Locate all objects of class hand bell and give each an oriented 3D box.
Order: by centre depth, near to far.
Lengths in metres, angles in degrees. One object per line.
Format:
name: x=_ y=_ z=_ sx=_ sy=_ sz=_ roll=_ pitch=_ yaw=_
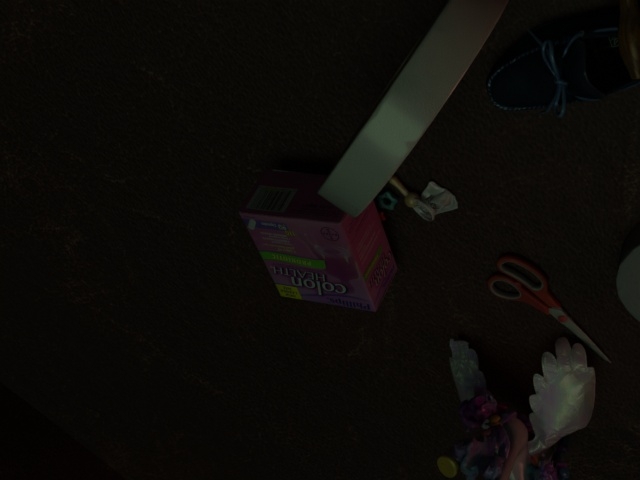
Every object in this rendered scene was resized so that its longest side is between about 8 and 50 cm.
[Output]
hand bell: x=0.402 y=-0.333 z=1.177 sx=0.126 sy=0.126 sz=0.242 roll=-5 pitch=106 yaw=29

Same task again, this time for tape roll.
tape roll: x=0.129 y=-0.209 z=1.287 sx=0.072 sy=0.392 sz=0.392 roll=34 pitch=134 yaw=-3
tape roll: x=0.606 y=0.057 z=1.482 sx=0.219 sy=0.072 sz=0.219 roll=13 pitch=131 yaw=15

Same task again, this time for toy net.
toy net: x=0.133 y=-0.062 z=1.636 sx=0.232 sy=0.045 sz=0.122 roll=11 pitch=130 yaw=19

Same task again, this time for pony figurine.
pony figurine: x=0.362 y=0.382 z=1.723 sx=0.303 sy=0.363 sz=0.351 roll=1 pitch=113 yaw=38

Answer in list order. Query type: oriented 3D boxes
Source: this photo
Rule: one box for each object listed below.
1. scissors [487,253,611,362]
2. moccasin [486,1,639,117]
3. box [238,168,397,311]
scissors: x=0.441 y=0.127 z=1.655 sx=0.297 sy=0.021 sz=0.109 roll=33 pitch=134 yaw=-1
moccasin: x=0.387 y=-0.267 z=1.293 sx=0.342 sy=0.117 sz=0.138 roll=-21 pitch=115 yaw=37
box: x=0.000 y=0.000 z=1.659 sx=0.213 sy=0.117 sz=0.243 roll=8 pitch=141 yaw=29
